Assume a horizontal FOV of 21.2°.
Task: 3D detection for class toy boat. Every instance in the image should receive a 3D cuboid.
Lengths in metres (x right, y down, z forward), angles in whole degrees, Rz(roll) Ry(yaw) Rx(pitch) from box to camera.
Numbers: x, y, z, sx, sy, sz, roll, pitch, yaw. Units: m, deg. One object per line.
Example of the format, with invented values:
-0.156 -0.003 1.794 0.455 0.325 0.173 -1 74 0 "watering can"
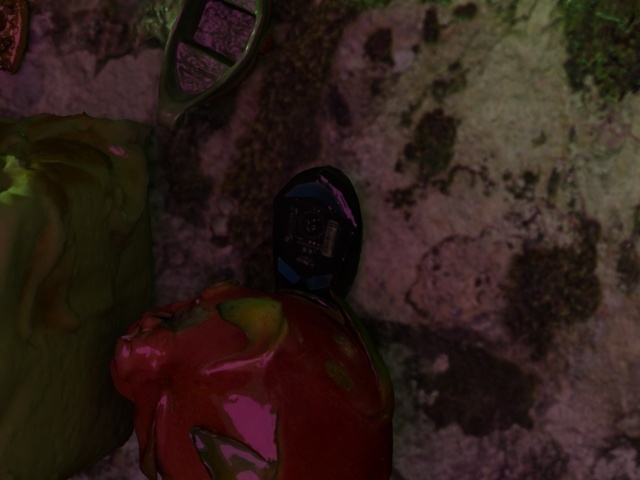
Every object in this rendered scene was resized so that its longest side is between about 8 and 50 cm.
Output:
-0.084 -0.177 1.418 0.089 0.071 0.185 25 99 12 "toy boat"

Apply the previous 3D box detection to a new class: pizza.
-0.293 -0.186 1.493 0.078 0.025 0.083 1 95 12 "pizza"

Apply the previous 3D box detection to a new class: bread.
-0.344 0.046 1.345 0.371 0.390 0.279 4 100 15 "bread"

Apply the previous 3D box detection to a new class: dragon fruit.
-0.049 0.135 1.351 0.224 0.224 0.227 -30 90 14 "dragon fruit"

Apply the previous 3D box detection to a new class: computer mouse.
0.000 0.000 1.423 0.079 0.047 0.135 19 110 24 "computer mouse"
